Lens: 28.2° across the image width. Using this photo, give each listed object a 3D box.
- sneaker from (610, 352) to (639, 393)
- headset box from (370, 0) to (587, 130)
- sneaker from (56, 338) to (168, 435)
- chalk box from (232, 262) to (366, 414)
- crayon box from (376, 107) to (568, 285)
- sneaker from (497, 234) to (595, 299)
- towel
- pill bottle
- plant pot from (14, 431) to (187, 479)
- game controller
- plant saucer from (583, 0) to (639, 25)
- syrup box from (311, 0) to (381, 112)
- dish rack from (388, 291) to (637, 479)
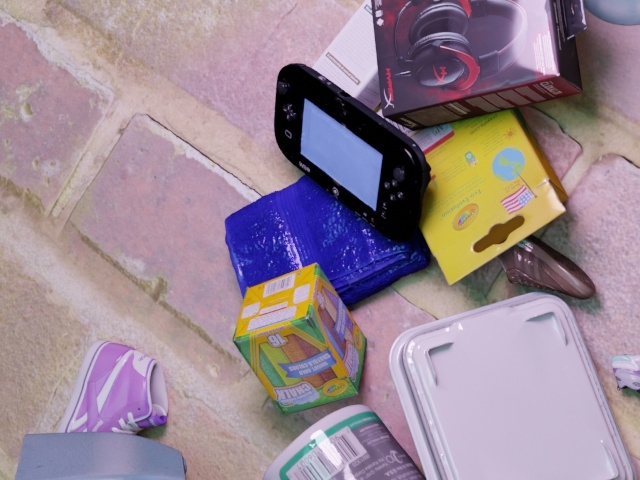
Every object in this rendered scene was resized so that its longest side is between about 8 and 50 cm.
[{"bbox_3d":[0.453,0.187,1.758,0.098,0.038,0.069,-14,79,34],"label":"sneaker"},{"bbox_3d":[0.227,-0.294,1.772,0.293,0.110,0.218,-10,79,28],"label":"headset box"},{"bbox_3d":[-0.340,0.316,2.096,0.161,0.102,0.282,15,90,24],"label":"sneaker"},{"bbox_3d":[-0.018,0.167,1.912,0.132,0.213,0.132,-20,31,22],"label":"chalk box"},{"bbox_3d":[0.218,-0.101,1.846,0.202,0.081,0.319,-34,57,19],"label":"crayon box"},{"bbox_3d":[0.310,0.042,1.835,0.188,0.066,0.071,40,110,32],"label":"sneaker"},{"bbox_3d":[0.000,0.000,1.979,0.308,0.076,0.228,-27,74,21],"label":"towel"},{"bbox_3d":[0.095,0.429,1.809,0.204,0.204,0.361,-45,67,15],"label":"pill bottle"},{"bbox_3d":[-0.323,0.433,1.971,0.252,0.247,0.248,-8,101,-9],"label":"plant pot"},{"bbox_3d":[0.038,-0.130,1.857,0.319,0.067,0.166,40,131,36],"label":"game controller"},{"bbox_3d":[0.448,-0.408,1.832,0.195,0.037,0.195,-3,83,26],"label":"plant saucer"},{"bbox_3d":[0.078,-0.282,1.965,0.237,0.093,0.096,-49,66,13],"label":"syrup box"},{"bbox_3d":[0.268,0.242,1.747,0.285,0.072,0.333,-16,73,-9],"label":"dish rack"}]
